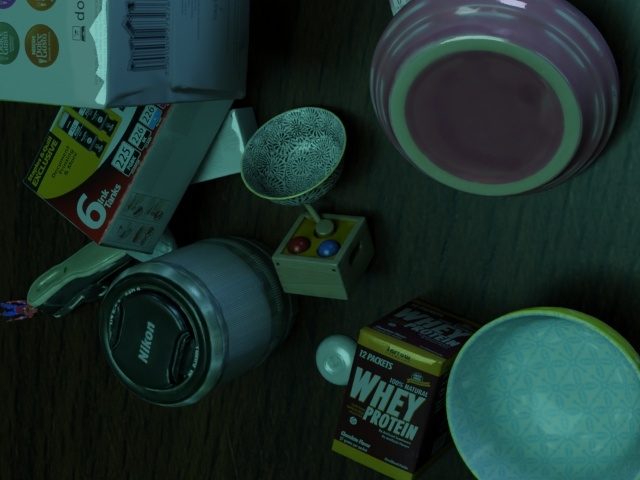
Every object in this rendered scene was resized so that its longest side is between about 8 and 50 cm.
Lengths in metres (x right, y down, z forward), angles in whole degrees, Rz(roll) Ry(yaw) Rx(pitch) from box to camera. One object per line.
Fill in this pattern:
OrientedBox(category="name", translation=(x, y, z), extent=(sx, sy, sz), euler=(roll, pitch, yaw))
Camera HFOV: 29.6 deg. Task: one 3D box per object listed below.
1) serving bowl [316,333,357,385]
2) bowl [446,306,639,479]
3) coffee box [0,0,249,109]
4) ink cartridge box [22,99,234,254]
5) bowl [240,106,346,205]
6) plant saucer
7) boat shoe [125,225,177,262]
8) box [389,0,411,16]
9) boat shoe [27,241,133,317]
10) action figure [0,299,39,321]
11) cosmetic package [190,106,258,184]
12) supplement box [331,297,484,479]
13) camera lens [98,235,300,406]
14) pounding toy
OrientedBox(category="serving bowl", translation=(0.026, 0.190, 1.895), extent=(0.083, 0.027, 0.083), euler=(7, 105, 28))
OrientedBox(category="bowl", translation=(0.332, 0.215, 1.657), extent=(0.289, 0.156, 0.289), euler=(7, 106, 27))
OrientedBox(category="coffee box", translation=(-0.315, -0.355, 1.572), extent=(0.334, 0.338, 0.337), euler=(8, 102, 25))
OrientedBox(category="ink cartridge box", translation=(-0.313, -0.181, 1.869), extent=(0.272, 0.130, 0.309), euler=(35, 102, 31))
OrientedBox(category="bowl", translation=(-0.027, -0.110, 1.805), extent=(0.170, 0.080, 0.170), euler=(-13, 53, 17))
OrientedBox(category="plant saucer", translation=(0.220, -0.180, 1.584), extent=(0.332, 0.084, 0.332), euler=(11, 132, 12))
OrientedBox(category="boat shoe", translation=(-0.310, -0.035, 1.999), extent=(0.226, 0.076, 0.083), euler=(36, 105, 22))
OrientedBox(category="box", translation=(0.229, -0.408, 1.568), extent=(0.300, 0.142, 0.154), euler=(-14, 94, 31))
OrientedBox(category="boat shoe", translation=(-0.399, 0.062, 2.085), extent=(0.233, 0.084, 0.079), euler=(-30, 125, 24))
OrientedBox(category="action figure", translation=(-0.558, 0.127, 2.205), extent=(0.115, 0.030, 0.038), euler=(-4, 95, 28))
OrientedBox(category="cosmetic package", translation=(-0.206, -0.138, 1.923), extent=(0.239, 0.060, 0.099), euler=(-11, 96, 31))
OrientedBox(category="supplement box", translation=(0.133, 0.213, 1.746), extent=(0.129, 0.191, 0.194), euler=(21, 111, 23))
OrientedBox(category="camera lens", translation=(-0.185, 0.117, 1.850), extent=(0.219, 0.274, 0.219), euler=(7, 106, 27))
OrientedBox(category="pounding toy", translation=(0.000, 0.000, 1.812), extent=(0.130, 0.141, 0.100), euler=(6, 133, 28))
